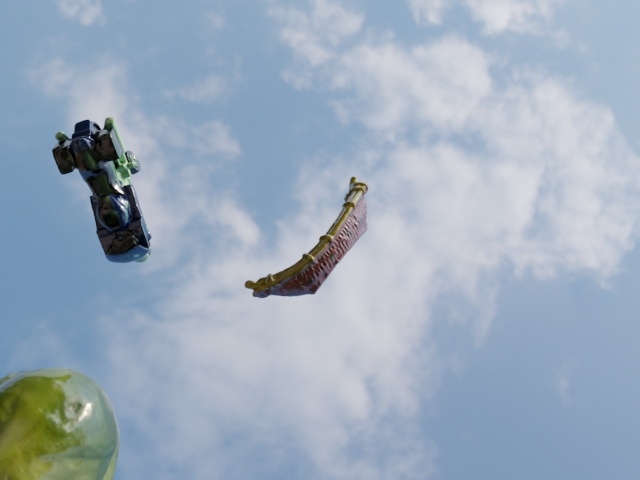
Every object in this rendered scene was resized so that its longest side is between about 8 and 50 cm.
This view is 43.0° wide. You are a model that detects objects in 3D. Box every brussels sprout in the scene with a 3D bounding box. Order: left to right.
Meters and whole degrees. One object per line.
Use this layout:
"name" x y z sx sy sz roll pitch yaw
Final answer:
"brussels sprout" -0.532 0.384 1.495 0.276 0.371 0.314 8 -94 22

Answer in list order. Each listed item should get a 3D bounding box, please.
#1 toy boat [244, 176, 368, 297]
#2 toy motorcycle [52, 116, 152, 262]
"toy boat" 0.004 0.005 1.420 0.099 0.141 0.318 41 -121 4
"toy motorcycle" -0.417 -0.082 1.639 0.125 0.331 0.196 -16 -149 3
